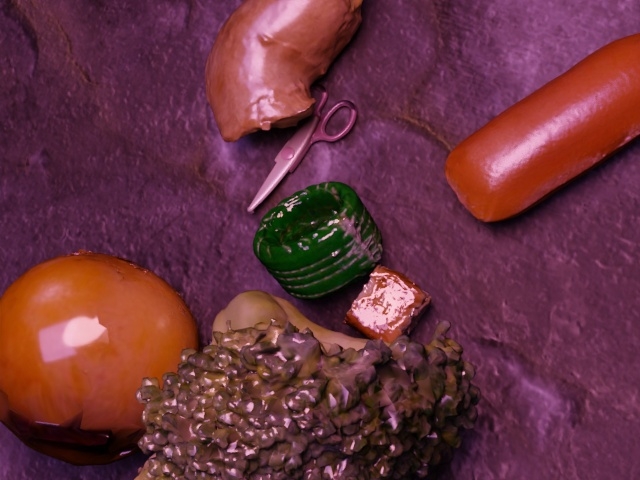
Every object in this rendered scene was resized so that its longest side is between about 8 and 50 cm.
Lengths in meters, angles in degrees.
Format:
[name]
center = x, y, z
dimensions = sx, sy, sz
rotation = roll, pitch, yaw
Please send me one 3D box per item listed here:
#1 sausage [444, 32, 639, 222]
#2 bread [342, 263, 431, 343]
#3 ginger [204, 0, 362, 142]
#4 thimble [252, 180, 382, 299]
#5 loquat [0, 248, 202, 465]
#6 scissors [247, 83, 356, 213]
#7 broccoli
[sausage]
center = 0.262, -0.120, 1.130
dimensions = 0.274, 0.105, 0.105
rotation = -34, 70, 5
[bread]
center = 0.073, 0.075, 1.149
dimensions = 0.070, 0.076, 0.083
rotation = 36, 86, 9
[ginger]
center = -0.041, -0.227, 1.222
dimensions = 0.152, 0.138, 0.267
rotation = 27, 89, 16
[thimble]
center = 0.000, 0.000, 1.157
dimensions = 0.130, 0.090, 0.118
rotation = -4, 43, 39
[loquat]
center = -0.243, 0.126, 1.143
dimensions = 0.235, 0.235, 0.235
rotation = -4, 75, 15
[scissors]
center = -0.032, -0.103, 1.248
dimensions = 0.085, 0.022, 0.176
rotation = 33, 84, 24
[broccoli]
center = -0.017, 0.188, 1.022
dimensions = 0.324, 0.272, 0.334
rotation = 23, 127, -5
